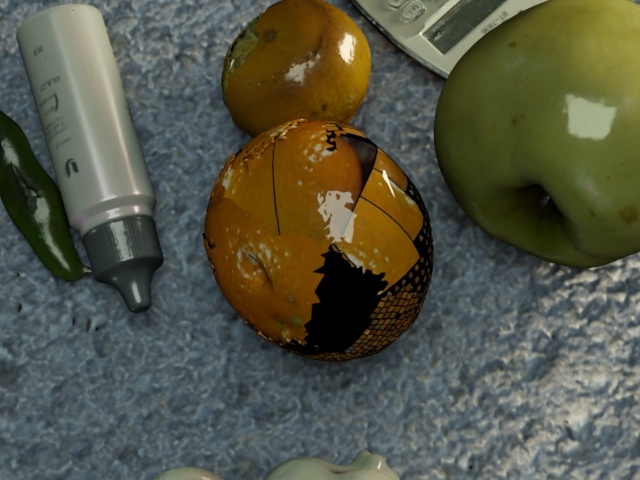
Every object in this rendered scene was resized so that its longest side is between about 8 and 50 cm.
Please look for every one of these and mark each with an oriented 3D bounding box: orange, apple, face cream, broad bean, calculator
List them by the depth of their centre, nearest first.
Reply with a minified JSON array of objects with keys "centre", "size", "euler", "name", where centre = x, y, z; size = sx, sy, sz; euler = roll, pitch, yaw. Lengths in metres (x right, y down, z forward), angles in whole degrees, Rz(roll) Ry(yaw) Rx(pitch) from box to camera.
[{"centre":[0.000,0.000,1.826],"size":[0.182,0.234,0.234],"euler":[-17,73,-37],"name":"orange"},{"centre":[0.245,-0.102,1.851],"size":[0.262,0.262,0.262],"euler":[0,74,-1],"name":"apple"},{"centre":[-0.216,-0.076,1.912],"size":[0.092,0.092,0.311],"euler":[-17,75,-6],"name":"face cream"},{"centre":[-0.024,-0.161,1.926],"size":[0.156,0.134,0.156],"euler":[-20,38,17],"name":"orange"},{"centre":[-0.313,-0.083,1.937],"size":[0.060,0.043,0.297],"euler":[-37,77,1],"name":"broad bean"},{"centre":[0.117,-0.275,2.000],"size":[0.177,0.040,0.268],"euler":[-41,78,-11],"name":"calculator"}]

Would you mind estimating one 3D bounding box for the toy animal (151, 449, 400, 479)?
[{"centre":[0.011,0.312,1.755],"size":[0.367,0.196,0.241],"euler":[37,78,7],"name":"toy animal"}]
